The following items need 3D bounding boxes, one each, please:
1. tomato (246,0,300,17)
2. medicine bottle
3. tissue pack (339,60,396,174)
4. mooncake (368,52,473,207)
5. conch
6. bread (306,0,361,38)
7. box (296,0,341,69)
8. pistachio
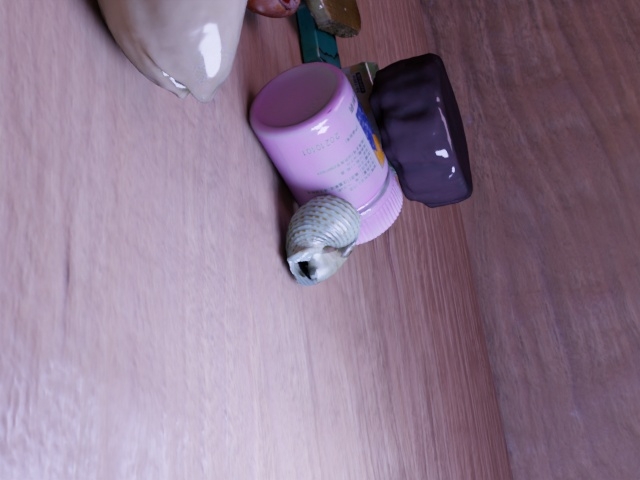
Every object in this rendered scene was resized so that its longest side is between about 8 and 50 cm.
[{"bbox_3d":[-0.117,-0.502,1.883,0.237,0.095,0.237,-12,90,-73],"label":"tomato"},{"bbox_3d":[0.015,-0.142,1.821,0.178,0.178,0.291,-90,157,-43],"label":"medicine bottle"},{"bbox_3d":[0.055,-0.217,2.061,0.145,0.159,0.229,-16,90,-74],"label":"tissue pack"},{"bbox_3d":[0.186,-0.196,1.968,0.283,0.141,0.283,-15,90,-74],"label":"mooncake"},{"bbox_3d":[-0.002,-0.004,1.751,0.102,0.153,0.135,44,-19,45],"label":"conch"},{"bbox_3d":[0.014,-0.538,2.273,0.286,0.056,0.207,1,74,-72],"label":"bread"},{"bbox_3d":[-0.005,-0.437,2.287,0.161,0.042,0.226,43,34,-59],"label":"box"},{"bbox_3d":[-0.179,-0.332,1.312,0.226,0.207,0.332,-15,98,-70],"label":"pistachio"}]
